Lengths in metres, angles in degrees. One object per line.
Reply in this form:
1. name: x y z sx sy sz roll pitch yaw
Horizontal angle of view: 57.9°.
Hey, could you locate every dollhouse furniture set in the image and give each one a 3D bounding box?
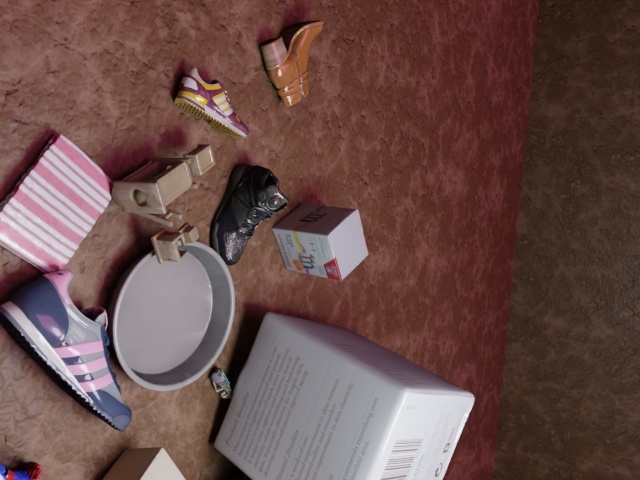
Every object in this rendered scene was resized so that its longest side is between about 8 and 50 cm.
1. dollhouse furniture set: -0.274 -0.072 1.074 0.182 0.101 0.161 -54 142 -53

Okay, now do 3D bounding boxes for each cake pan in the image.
1. cake pan: -0.289 0.142 1.127 0.293 0.054 0.293 -12 105 -52

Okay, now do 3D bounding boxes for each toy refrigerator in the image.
1. toy refrigerator: -0.292 0.523 1.093 0.269 0.102 0.094 65 30 -22

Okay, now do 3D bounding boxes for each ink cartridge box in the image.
1. ink cartridge box: 0.000 0.000 1.387 0.127 0.176 0.128 -42 127 -38

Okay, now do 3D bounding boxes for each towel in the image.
1. towel: -0.429 -0.055 0.933 0.144 0.029 0.197 53 55 -46

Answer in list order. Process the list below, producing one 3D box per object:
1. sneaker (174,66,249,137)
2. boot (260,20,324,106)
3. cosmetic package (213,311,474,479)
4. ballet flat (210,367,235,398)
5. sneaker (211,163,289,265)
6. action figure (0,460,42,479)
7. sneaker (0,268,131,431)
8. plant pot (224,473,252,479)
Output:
1. sneaker: -0.202 -0.273 1.159 0.185 0.069 0.084 28 79 -53
2. boot: -0.049 -0.414 1.341 0.197 0.073 0.152 -40 126 -28
3. cosmetic package: 0.051 0.392 1.260 0.327 0.393 0.329 21 92 -51
4. ballet flat: -0.211 0.326 1.282 0.041 0.041 0.114 -55 135 -32
5. sneaker: -0.149 -0.052 1.221 0.087 0.130 0.227 32 73 -49
6. action figure: -0.479 0.361 0.851 0.091 0.139 0.280 -62 141 -23
7. sneaker: -0.383 0.188 0.962 0.131 0.112 0.319 -49 133 -33
8. plant pot: -0.144 0.653 1.261 0.267 0.267 0.236 8 76 -53
